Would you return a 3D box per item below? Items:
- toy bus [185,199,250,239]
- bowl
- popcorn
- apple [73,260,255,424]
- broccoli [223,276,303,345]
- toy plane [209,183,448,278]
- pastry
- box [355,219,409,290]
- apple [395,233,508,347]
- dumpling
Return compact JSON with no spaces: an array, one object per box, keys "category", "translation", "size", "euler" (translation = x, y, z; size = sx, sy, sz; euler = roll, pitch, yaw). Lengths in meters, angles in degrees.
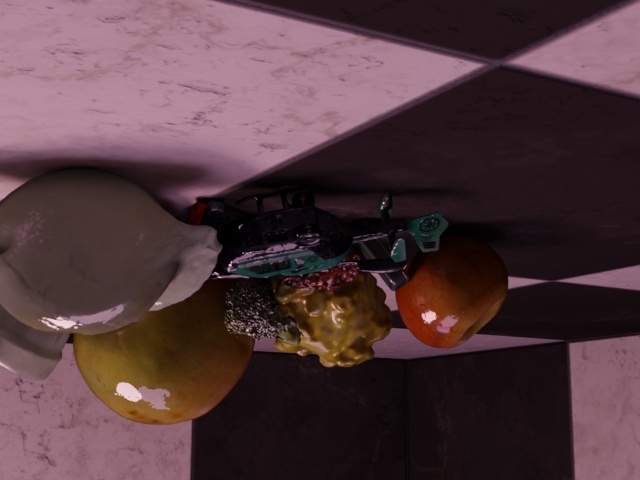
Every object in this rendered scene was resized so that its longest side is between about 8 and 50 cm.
[{"category":"toy bus","translation":[-0.165,-0.011,1.647],"size":[0.089,0.081,0.195],"euler":[6,173,26]},{"category":"bowl","translation":[-0.546,0.089,1.763],"size":[0.307,0.163,0.307],"euler":[39,178,1]},{"category":"popcorn","translation":[-0.006,0.114,1.964],"size":[0.242,0.235,0.250],"euler":[-16,129,22]},{"category":"apple","translation":[-0.293,0.158,1.858],"size":[0.339,0.338,0.305],"euler":[-6,163,28]},{"category":"broccoli","translation":[-0.085,0.136,1.770],"size":[0.122,0.118,0.204],"euler":[-23,146,17]},{"category":"toy plane","translation":[0.000,0.000,1.512],"size":[0.382,0.106,0.155],"euler":[-11,144,-3]},{"category":"pastry","translation":[-0.015,0.027,1.744],"size":[0.097,0.115,0.208],"euler":[40,-164,34]},{"category":"box","translation":[0.098,0.028,1.731],"size":[0.031,0.126,0.091],"euler":[-37,171,-5]},{"category":"apple","translation":[0.226,0.082,1.822],"size":[0.210,0.173,0.235],"euler":[-40,163,-15]},{"category":"dumpling","translation":[-0.334,0.038,1.415],"size":[0.321,0.270,0.212],"euler":[28,-144,8]}]
